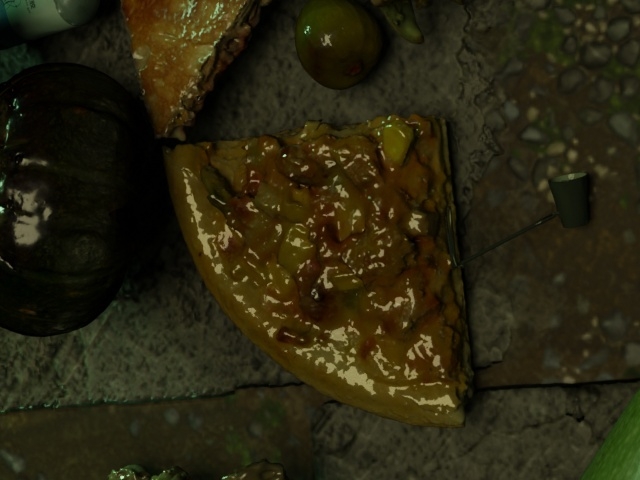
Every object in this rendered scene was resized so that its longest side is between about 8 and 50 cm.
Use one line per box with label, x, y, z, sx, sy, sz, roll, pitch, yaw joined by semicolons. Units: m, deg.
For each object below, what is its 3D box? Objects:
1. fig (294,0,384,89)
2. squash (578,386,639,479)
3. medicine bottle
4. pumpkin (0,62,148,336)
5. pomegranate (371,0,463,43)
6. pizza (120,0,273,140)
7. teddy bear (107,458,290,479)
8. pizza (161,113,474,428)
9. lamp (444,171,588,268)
fig;0.011;-0.172;1.452;0.074;0.074;0.088;-43;55;23
squash;0.352;0.138;1.202;0.263;0.263;0.384;37;109;19
medicine bottle;-0.238;-0.231;1.554;0.208;0.053;0.090;-10;86;42
pumpkin;-0.239;-0.036;1.501;0.159;0.238;0.238;16;105;-19
pomegranate;0.011;-0.306;1.356;0.260;0.260;0.341;-27;112;26
pizza;-0.115;-0.182;1.513;0.201;0.053;0.193;21;97;39
teddy bear;-0.093;0.303;1.494;0.256;0.156;0.267;-25;82;24
pizza;-0.006;0.033;1.471;0.257;0.087;0.268;-7;93;30
lamp;0.159;-0.015;1.391;0.121;0.041;0.054;-12;99;-1
